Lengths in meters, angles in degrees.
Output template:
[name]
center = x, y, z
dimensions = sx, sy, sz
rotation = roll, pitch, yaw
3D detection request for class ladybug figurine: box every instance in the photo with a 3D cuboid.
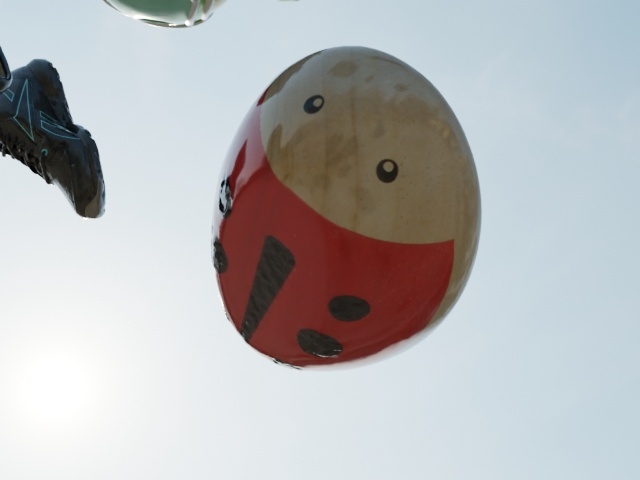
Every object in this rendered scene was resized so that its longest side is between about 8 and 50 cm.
[ladybug figurine]
center = 0.000, 0.000, 1.051
dimensions = 0.305, 0.162, 0.449
rotation = 40, -38, 17

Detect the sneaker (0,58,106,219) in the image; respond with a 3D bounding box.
[sneaker]
center = -0.342, -0.115, 1.209
dimensions = 0.106, 0.267, 0.101
rotation = -18, -38, -24

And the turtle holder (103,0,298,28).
[turtle holder]
center = -0.195, -0.433, 1.420
dimensions = 0.320, 0.243, 0.227
rotation = -13, -34, -5

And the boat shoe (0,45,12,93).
[boat shoe]
center = -0.396, -0.246, 1.015
dimensions = 0.091, 0.302, 0.114
rotation = -36, -18, 20
